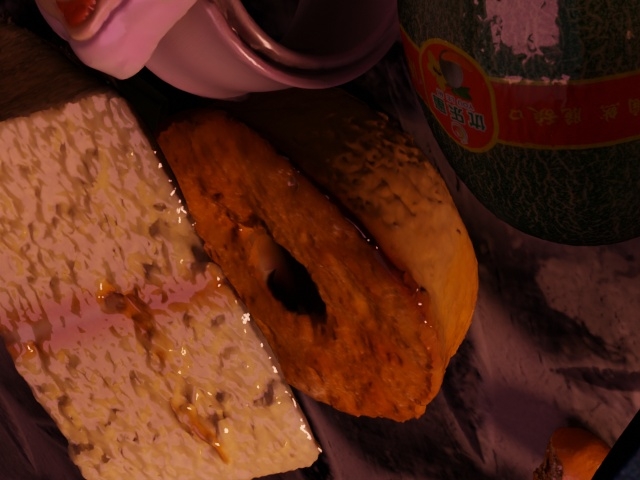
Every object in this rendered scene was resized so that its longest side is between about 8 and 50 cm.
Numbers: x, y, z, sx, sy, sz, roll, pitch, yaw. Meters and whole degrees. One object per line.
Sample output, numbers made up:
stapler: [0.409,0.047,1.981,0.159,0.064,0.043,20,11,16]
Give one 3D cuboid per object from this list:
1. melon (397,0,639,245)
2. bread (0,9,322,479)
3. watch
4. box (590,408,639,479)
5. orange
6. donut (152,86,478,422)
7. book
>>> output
melon: [0.132,-0.109,0.632,0.182,0.182,0.288,16,139,39]
bread: [-0.161,-0.029,1.056,0.242,0.405,0.346,-22,114,17]
watch: [-0.056,-0.209,0.738,0.210,0.217,0.249,1,87,48]
box: [0.245,0.069,0.615,0.116,0.261,0.279,39,147,16]
orange: [0.206,0.194,0.985,0.086,0.062,0.086,28,145,22]
donut: [0.000,0.000,0.974,0.303,0.110,0.303,32,147,23]
book: [-0.197,-0.132,1.142,0.135,0.017,0.103,38,145,14]
